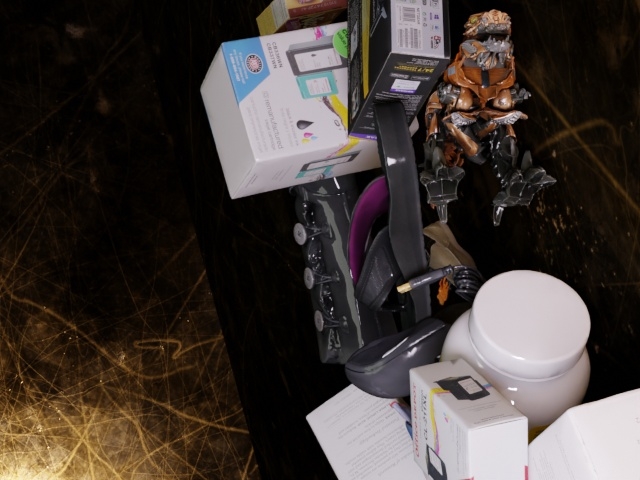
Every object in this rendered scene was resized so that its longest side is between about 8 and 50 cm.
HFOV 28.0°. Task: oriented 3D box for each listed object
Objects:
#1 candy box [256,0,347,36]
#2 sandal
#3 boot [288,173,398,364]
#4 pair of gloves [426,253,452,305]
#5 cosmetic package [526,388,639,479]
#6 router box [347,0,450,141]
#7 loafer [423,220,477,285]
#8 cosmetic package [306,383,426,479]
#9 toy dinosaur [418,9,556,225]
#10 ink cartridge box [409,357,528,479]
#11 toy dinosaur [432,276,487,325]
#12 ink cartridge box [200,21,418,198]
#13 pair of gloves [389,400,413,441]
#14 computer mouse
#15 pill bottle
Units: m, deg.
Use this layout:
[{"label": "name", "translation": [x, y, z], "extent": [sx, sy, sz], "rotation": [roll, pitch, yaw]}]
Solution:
[{"label": "candy box", "translation": [-0.033, -0.388, 2.191], "extent": [0.187, 0.109, 0.053], "rotation": [167, 89, -72]}, {"label": "sandal", "translation": [0.085, -0.009, 1.776], "extent": [0.445, 0.107, 0.167], "rotation": [80, -179, -46]}, {"label": "boot", "translation": [0.000, 0.000, 2.368], "extent": [0.367, 0.146, 0.445], "rotation": [-168, 61, -73]}, {"label": "pair of gloves", "translation": [0.184, 0.054, 2.011], "extent": [0.074, 0.010, 0.083], "rotation": [107, 146, -59]}, {"label": "cosmetic package", "translation": [0.323, 0.290, 1.441], "extent": [0.365, 0.197, 0.155], "rotation": [116, 138, -63]}, {"label": "router box", "translation": [0.098, -0.320, 1.722], "extent": [0.243, 0.081, 0.308], "rotation": [119, 153, -66]}, {"label": "loafer", "translation": [0.188, 0.030, 1.911], "extent": [0.148, 0.050, 0.056], "rotation": [-121, 24, -45]}, {"label": "cosmetic package", "translation": [0.148, 0.415, 2.037], "extent": [0.217, 0.156, 0.385], "rotation": [51, -176, -46]}, {"label": "toy dinosaur", "translation": [0.200, -0.145, 1.658], "extent": [0.322, 0.164, 0.218], "rotation": [69, -169, -55]}, {"label": "ink cartridge box", "translation": [0.166, 0.228, 1.461], "extent": [0.175, 0.072, 0.127], "rotation": [-138, 41, -65]}, {"label": "toy dinosaur", "translation": [0.191, 0.182, 1.907], "extent": [0.160, 0.121, 0.313], "rotation": [46, 149, 48]}, {"label": "ink cartridge box", "translation": [-0.021, -0.209, 2.017], "extent": [0.197, 0.270, 0.198], "rotation": [135, 120, -69]}, {"label": "pair of gloves", "translation": [0.189, 0.309, 1.980], "extent": [0.023, 0.198, 0.159], "rotation": [-51, 49, 10]}, {"label": "computer mouse", "translation": [0.134, 0.135, 1.758], "extent": [0.184, 0.262, 0.060], "rotation": [54, -157, -35]}, {"label": "pill bottle", "translation": [0.238, 0.196, 1.648], "extent": [0.334, 0.188, 0.188], "rotation": [98, 153, -49]}]
